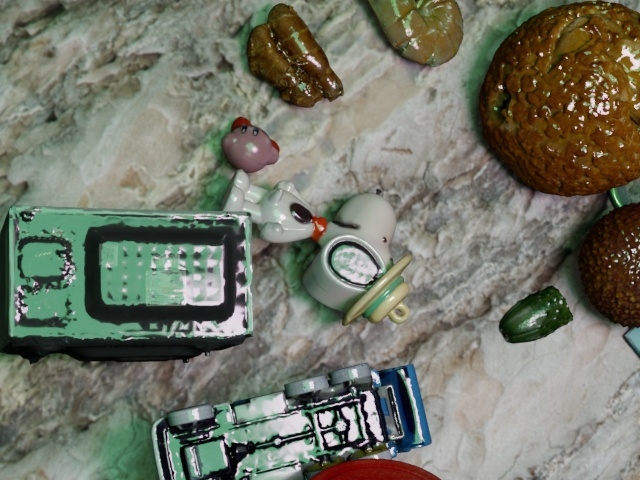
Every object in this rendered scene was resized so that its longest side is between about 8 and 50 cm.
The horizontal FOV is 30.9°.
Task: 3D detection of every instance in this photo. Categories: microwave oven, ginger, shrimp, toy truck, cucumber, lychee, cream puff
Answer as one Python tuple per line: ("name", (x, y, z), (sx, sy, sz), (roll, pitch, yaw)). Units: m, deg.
("microwave oven", (-0.253, 0.064, 1.468), (0.295, 0.237, 0.181), (1, 82, -18))
("ginger", (-0.041, -0.254, 1.655), (0.103, 0.073, 0.162), (-39, 93, -16))
("shrimp", (0.119, -0.380, 1.725), (0.145, 0.061, 0.267), (-39, 89, -26))
("toy truck", (-0.039, 0.257, 1.520), (0.367, 0.175, 0.146), (-10, 82, -16))
("cucumber", (0.318, 0.115, 1.708), (0.107, 0.035, 0.067), (-28, 90, -15))
("lychee", (0.466, 0.033, 1.684), (0.194, 0.194, 0.194), (2, 80, -14))
("cream puff", (0.393, -0.216, 1.687), (0.303, 0.212, 0.303), (3, 76, -11))

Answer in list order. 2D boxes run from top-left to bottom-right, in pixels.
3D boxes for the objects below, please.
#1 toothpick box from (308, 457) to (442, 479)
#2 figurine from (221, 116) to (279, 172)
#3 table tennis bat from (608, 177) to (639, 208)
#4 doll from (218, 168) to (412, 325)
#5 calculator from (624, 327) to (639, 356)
("toothpick box", (0.064, 0.460, 1.419), (0.204, 0.204, 0.333), (-8, 119, -15))
("figurine", (-0.098, -0.127, 1.621), (0.083, 0.071, 0.067), (23, 109, -4))
("table tennis bat", (0.551, -0.127, 1.807), (0.160, 0.039, 0.257), (43, 76, -3))
("doll", (-0.010, 0.014, 1.600), (0.271, 0.144, 0.208), (6, 59, -17))
("calculator", (0.531, 0.193, 1.757), (0.057, 0.018, 0.172), (-40, 92, -18))
